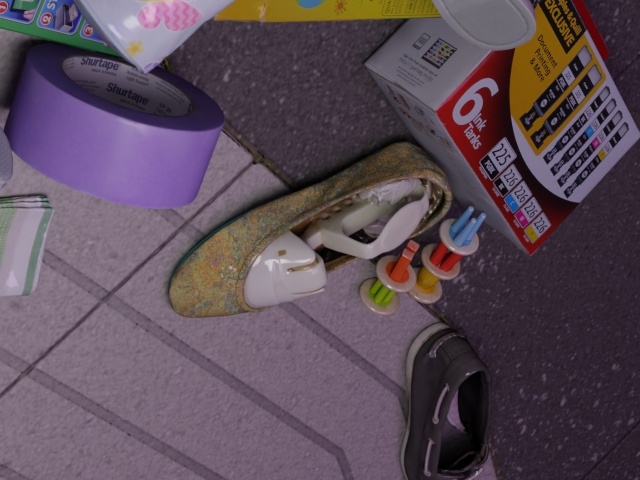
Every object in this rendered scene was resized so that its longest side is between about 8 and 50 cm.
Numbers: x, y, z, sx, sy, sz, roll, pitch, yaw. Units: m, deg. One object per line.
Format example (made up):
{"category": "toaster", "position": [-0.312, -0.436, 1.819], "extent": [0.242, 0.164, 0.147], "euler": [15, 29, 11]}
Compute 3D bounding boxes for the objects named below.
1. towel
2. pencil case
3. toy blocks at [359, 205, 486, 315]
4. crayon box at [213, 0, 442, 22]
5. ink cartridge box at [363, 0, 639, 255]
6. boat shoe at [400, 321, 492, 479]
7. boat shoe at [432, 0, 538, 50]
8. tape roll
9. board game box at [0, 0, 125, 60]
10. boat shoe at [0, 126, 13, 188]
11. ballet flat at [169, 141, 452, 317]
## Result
{"category": "towel", "position": [-0.333, 0.013, 1.635], "extent": [0.152, 0.023, 0.113], "euler": [-6, 123, -39]}
{"category": "pencil case", "position": [-0.095, -0.269, 1.473], "extent": [0.273, 0.113, 0.124], "euler": [-40, 111, 0]}
{"category": "toy blocks", "position": [0.124, 0.019, 1.995], "extent": [0.123, 0.054, 0.148], "euler": [-13, 151, -36]}
{"category": "crayon box", "position": [0.025, -0.322, 1.665], "extent": [0.318, 0.081, 0.202], "euler": [-7, 123, -40]}
{"category": "ink cartridge box", "position": [0.236, -0.183, 1.928], "extent": [0.272, 0.130, 0.309], "euler": [-47, 140, -5]}
{"category": "boat shoe", "position": [0.173, 0.256, 2.225], "extent": [0.112, 0.095, 0.335], "euler": [-29, 135, -24]}
{"category": "boat shoe", "position": [0.121, -0.301, 1.641], "extent": [0.114, 0.091, 0.302], "euler": [-11, 146, 22]}
{"category": "tape roll", "position": [-0.188, -0.107, 1.549], "extent": [0.189, 0.189, 0.080], "euler": [3, 117, -44]}
{"category": "board game box", "position": [-0.196, -0.326, 1.487], "extent": [0.213, 0.046, 0.317], "euler": [10, 112, -45]}
{"category": "boat shoe", "position": [-0.391, -0.136, 1.395], "extent": [0.119, 0.121, 0.335], "euler": [-26, 127, 13]}
{"category": "ballet flat", "position": [0.000, 0.000, 1.860], "extent": [0.348, 0.123, 0.123], "euler": [-29, 135, -23]}
